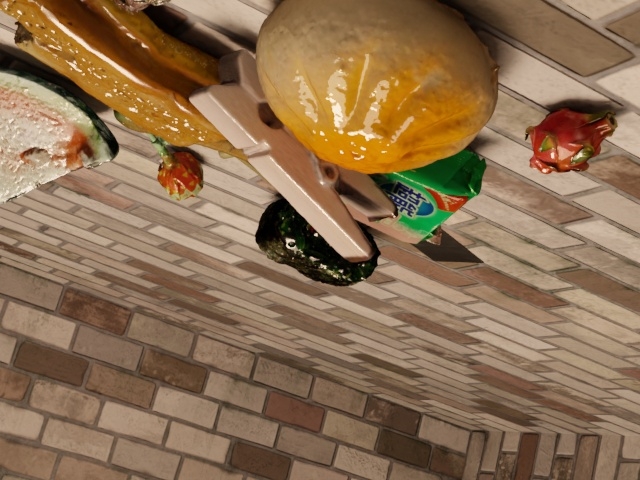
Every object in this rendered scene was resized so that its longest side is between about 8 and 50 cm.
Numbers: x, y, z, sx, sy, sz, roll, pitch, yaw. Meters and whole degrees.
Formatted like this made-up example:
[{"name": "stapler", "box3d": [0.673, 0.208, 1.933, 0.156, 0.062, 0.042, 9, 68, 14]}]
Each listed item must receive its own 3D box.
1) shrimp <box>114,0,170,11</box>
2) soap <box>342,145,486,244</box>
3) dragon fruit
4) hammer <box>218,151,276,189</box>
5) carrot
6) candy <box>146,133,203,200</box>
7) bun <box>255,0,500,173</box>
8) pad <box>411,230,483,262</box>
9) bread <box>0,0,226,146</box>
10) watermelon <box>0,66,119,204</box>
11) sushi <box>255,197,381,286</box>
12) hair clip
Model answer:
[{"name": "shrimp", "box3d": [-0.173, -0.301, 1.183, 0.190, 0.075, 0.073, -9, 120, 34]}, {"name": "soap", "box3d": [0.128, -0.086, 1.552, 0.218, 0.098, 0.273, 20, 163, -7]}, {"name": "dragon fruit", "box3d": [0.314, -0.126, 1.296, 0.116, 0.086, 0.081, -19, 105, 50]}, {"name": "hammer", "box3d": [-0.101, -0.124, 1.783, 0.060, 0.028, 0.195, -3, 160, 26]}, {"name": "carrot", "box3d": [-0.182, -0.173, 1.625, 0.298, 0.078, 0.078, 19, 164, -33]}, {"name": "candy", "box3d": [-0.277, -0.166, 1.749, 0.084, 0.078, 0.287, 49, 175, 37]}, {"name": "bun", "box3d": [0.061, -0.169, 1.233, 0.299, 0.164, 0.299, 13, 164, 4]}, {"name": "pad", "box3d": [0.215, 0.007, 1.951, 0.116, 0.004, 0.193, 2, 160, 39]}, {"name": "bread", "box3d": [-0.272, -0.250, 1.373, 0.185, 0.109, 0.380, 4, 159, 47]}, {"name": "watermelon", "box3d": [-0.491, -0.166, 1.652, 0.320, 0.213, 0.289, 16, 167, 42]}, {"name": "sushi", "box3d": [0.000, 0.000, 1.911, 0.225, 0.124, 0.127, 29, 159, -23]}, {"name": "hair clip", "box3d": [-0.032, -0.109, 1.401, 0.331, 0.101, 0.085, 43, 160, -22]}]
